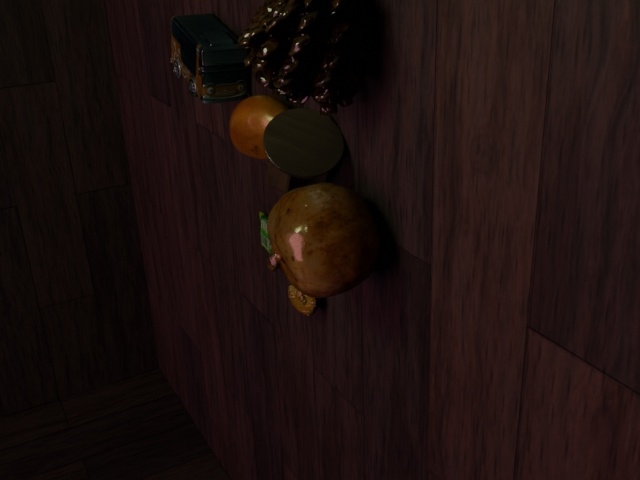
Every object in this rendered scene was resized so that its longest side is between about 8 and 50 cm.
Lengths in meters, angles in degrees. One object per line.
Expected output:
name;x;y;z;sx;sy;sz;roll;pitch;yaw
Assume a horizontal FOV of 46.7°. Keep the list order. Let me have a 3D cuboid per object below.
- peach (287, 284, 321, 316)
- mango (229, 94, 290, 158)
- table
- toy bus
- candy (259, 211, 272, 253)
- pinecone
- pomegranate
peach;-0.030;0.133;1.813;0.098;0.061;0.098;22;127;32
mango;-0.129;-0.264;1.729;0.252;0.126;0.154;11;125;61
table;-0.050;-0.154;1.613;0.227;0.167;0.167;108;141;-63
toy bus;-0.293;-0.480;1.940;0.275;0.138;0.167;52;144;44
candy;-0.122;0.000;1.964;0.178;0.032;0.102;40;134;53
pinecone;-0.022;-0.362;1.353;0.257;0.243;0.243;40;-170;-50
pomegranate;0.000;0.000;1.482;0.248;0.248;0.248;41;138;51
